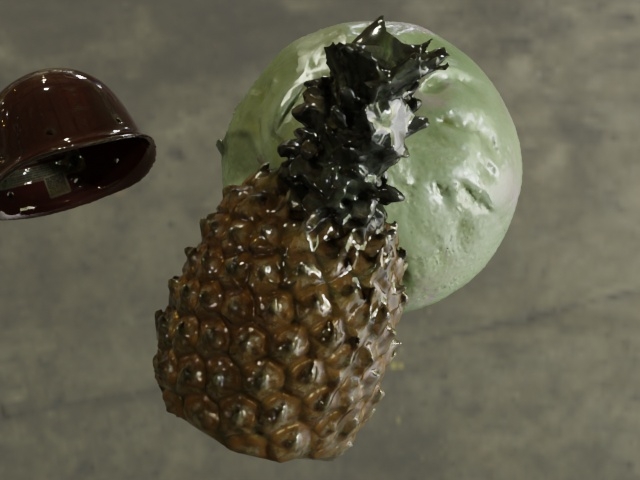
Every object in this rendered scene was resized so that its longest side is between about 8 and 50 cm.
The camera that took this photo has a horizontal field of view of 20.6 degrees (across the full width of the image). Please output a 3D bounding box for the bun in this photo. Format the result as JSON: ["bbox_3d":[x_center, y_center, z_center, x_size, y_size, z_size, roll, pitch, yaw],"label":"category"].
[{"bbox_3d":[0.046,-0.073,1.564,0.283,0.179,0.283,0,79,-1],"label":"bun"}]

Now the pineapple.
[{"bbox_3d":[0.000,0.000,1.390,0.202,0.362,0.202,19,29,-11],"label":"pineapple"}]

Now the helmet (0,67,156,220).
[{"bbox_3d":[-0.225,-0.093,1.482,0.155,0.175,0.106,-16,81,-20],"label":"helmet"}]
